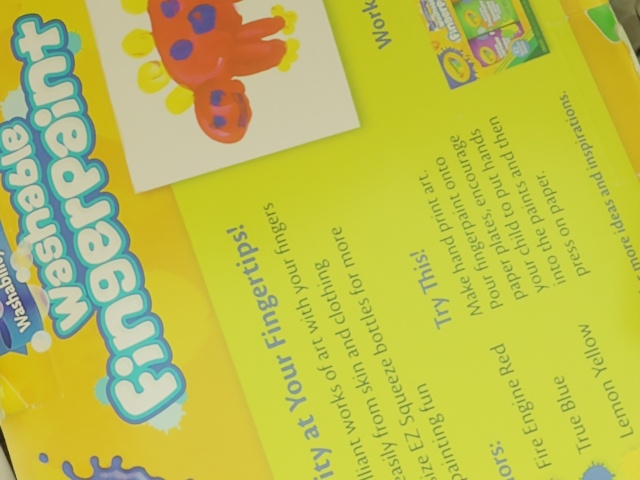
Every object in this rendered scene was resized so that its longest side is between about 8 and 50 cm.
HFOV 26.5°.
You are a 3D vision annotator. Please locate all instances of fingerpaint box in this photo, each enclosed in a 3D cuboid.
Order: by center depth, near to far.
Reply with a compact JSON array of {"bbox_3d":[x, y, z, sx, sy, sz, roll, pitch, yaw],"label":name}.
[{"bbox_3d":[0.000,0.000,0.752,0.371,0.163,0.445,-21,77,1],"label":"fingerpaint box"}]

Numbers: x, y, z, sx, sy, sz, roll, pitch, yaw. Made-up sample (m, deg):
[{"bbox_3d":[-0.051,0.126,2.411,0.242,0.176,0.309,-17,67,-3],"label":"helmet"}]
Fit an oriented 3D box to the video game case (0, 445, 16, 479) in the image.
[{"bbox_3d":[-0.246,0.086,0.747,0.183,0.201,0.023,30,65,11],"label":"video game case"}]
